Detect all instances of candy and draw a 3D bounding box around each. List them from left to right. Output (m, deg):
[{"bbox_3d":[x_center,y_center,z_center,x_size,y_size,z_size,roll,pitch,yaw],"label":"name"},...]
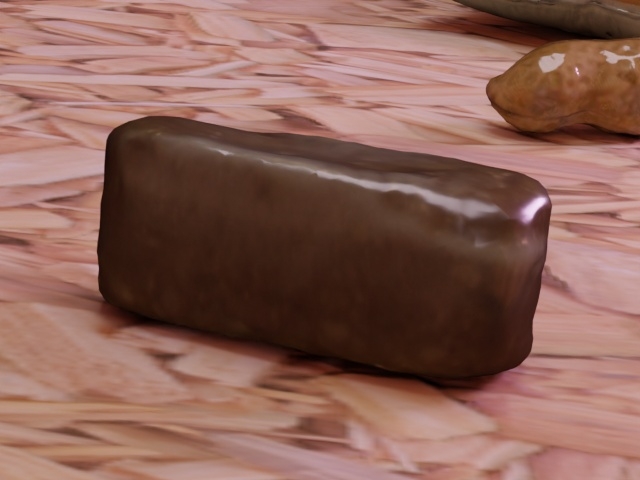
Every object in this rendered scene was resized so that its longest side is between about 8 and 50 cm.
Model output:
[{"bbox_3d":[0.000,0.000,1.009,0.234,0.104,0.102,13,20,22],"label":"candy"}]

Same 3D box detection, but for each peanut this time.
[{"bbox_3d":[0.210,-0.115,1.495,0.175,0.080,0.080,-5,20,-21],"label":"peanut"}]

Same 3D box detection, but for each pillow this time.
[{"bbox_3d":[0.286,-0.259,1.888,0.310,0.119,0.312,11,19,27],"label":"pillow"}]
